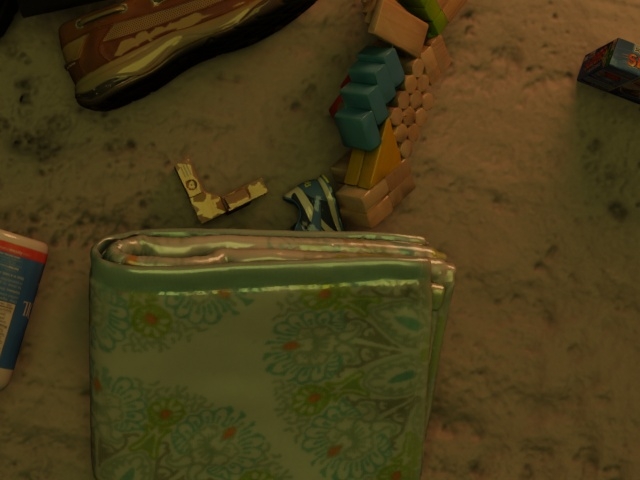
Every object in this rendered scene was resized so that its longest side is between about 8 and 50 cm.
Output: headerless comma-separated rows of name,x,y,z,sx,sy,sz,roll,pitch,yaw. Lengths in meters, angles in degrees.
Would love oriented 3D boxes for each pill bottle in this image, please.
pill bottle,-0.382,0.092,1.655,0.124,0.124,0.221,17,87,-5

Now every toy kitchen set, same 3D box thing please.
toy kitchen set,-0.111,-0.068,1.716,0.083,0.068,0.075,-25,91,-7

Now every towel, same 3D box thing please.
towel,-0.057,0.138,1.627,0.374,0.090,0.320,1,122,-6

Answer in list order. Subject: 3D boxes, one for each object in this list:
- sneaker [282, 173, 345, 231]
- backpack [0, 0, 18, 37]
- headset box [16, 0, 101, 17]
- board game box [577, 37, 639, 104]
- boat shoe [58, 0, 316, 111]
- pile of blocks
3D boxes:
sneaker,0.000,0.000,1.734,0.059,0.053,0.144,-16,81,-7
backpack,-0.432,-0.286,1.657,0.182,0.152,0.115,28,77,7
headset box,-0.289,-0.403,1.583,0.131,0.246,0.283,-13,68,-5
board game box,0.406,-0.170,1.739,0.201,0.136,0.035,20,87,-6
boat shoe,-0.141,-0.261,1.696,0.324,0.122,0.120,-27,85,-6
pile of blocks,0.059,-0.198,1.708,0.149,0.113,0.362,25,81,-47
